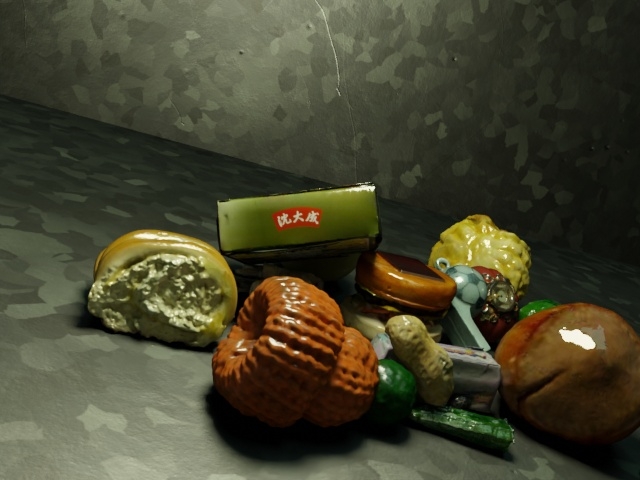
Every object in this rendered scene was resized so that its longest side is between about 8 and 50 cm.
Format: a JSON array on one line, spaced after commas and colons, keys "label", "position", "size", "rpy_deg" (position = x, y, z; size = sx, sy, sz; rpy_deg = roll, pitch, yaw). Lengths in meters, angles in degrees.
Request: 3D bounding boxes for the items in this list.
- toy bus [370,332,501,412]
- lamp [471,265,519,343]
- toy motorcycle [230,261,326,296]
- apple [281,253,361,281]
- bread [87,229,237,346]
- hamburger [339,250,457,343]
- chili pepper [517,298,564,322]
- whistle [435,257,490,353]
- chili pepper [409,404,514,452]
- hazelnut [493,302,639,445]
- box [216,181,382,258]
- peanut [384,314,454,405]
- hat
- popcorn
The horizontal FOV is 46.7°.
[{"label": "toy bus", "position": [0.242, 0.293, 1.643], "size": [0.316, 0.138, 0.112], "rpy_deg": [13, 16, -21]}, {"label": "lamp", "position": [0.464, 0.188, 2.150], "size": [0.226, 0.227, 0.227], "rpy_deg": [16, 15, -5]}, {"label": "toy motorcycle", "position": [-0.094, 0.123, 1.928], "size": [0.222, 0.108, 0.340], "rpy_deg": [21, 7, 35]}, {"label": "apple", "position": [0.000, 0.000, 2.196], "size": [0.262, 0.262, 0.262], "rpy_deg": [16, 15, -5]}, {"label": "bread", "position": [-0.333, 0.079, 1.618], "size": [0.315, 0.211, 0.270], "rpy_deg": [17, 14, -13]}, {"label": "hamburger", "position": [0.189, 0.162, 1.874], "size": [0.291, 0.225, 0.291], "rpy_deg": [14, 14, -3]}, {"label": "chili pepper", "position": [0.720, 0.299, 2.108], "size": [0.167, 0.213, 0.385], "rpy_deg": [-36, 35, -17]}, {"label": "whistle", "position": [0.388, 0.171, 1.983], "size": [0.163, 0.163, 0.290], "rpy_deg": [-4, 60, -54]}, {"label": "chili pepper", "position": [0.281, 0.380, 1.531], "size": [0.226, 0.059, 0.088], "rpy_deg": [14, 9, -6]}, {"label": "hazelnut", "position": [0.582, 0.307, 1.707], "size": [0.372, 0.315, 0.372], "rpy_deg": [38, -6, 5]}, {"label": "box", "position": [-0.043, -0.028, 1.862], "size": [0.372, 0.138, 0.420], "rpy_deg": [-5, -6, 2]}, {"label": "peanut", "position": [0.210, 0.244, 1.530], "size": [0.214, 0.099, 0.099], "rpy_deg": [55, 17, -3]}, {"label": "hat", "position": [-0.002, 0.268, 1.407], "size": [0.400, 0.285, 0.285], "rpy_deg": [42, 8, -18]}, {"label": "popcorn", "position": [0.531, 0.104, 2.417], "size": [0.349, 0.349, 0.381], "rpy_deg": [30, -6, 39]}]
